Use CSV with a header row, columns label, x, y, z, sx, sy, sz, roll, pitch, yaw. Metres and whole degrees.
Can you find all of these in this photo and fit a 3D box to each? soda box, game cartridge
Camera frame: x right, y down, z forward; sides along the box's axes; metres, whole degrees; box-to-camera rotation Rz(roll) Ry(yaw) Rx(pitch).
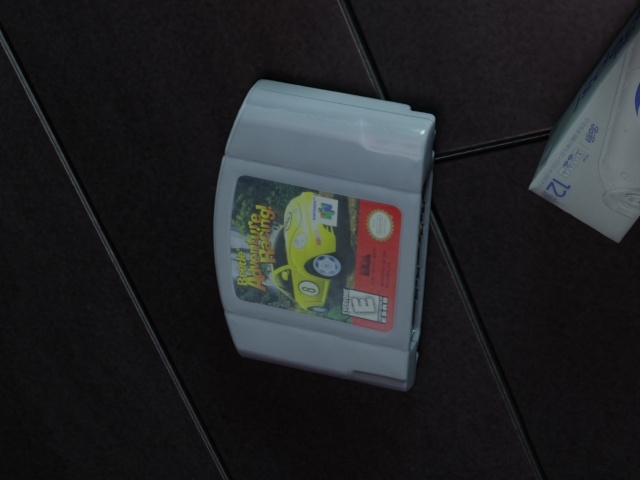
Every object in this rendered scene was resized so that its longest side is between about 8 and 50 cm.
label,x,y,z,sx,sy,sz,roll,pitch,yaw
soda box,0.278,-0.138,1.399,0.091,0.098,0.286,31,126,-2
game cartridge,0.000,0.000,1.622,0.196,0.060,0.294,13,125,17
